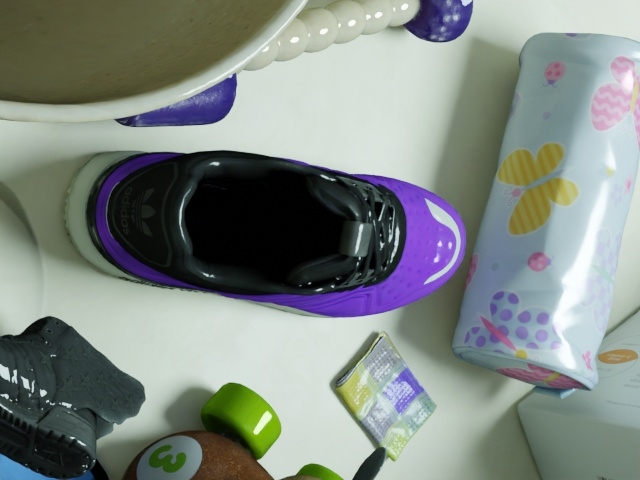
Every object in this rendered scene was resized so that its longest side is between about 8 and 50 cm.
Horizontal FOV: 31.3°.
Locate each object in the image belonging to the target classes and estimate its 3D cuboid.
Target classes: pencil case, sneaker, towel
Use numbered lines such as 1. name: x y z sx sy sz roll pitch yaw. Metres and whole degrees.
1. pencil case: 0.183 -0.023 0.874 0.124 0.113 0.273 32 71 -55
2. sneaker: 0.000 0.001 0.728 0.293 0.146 0.102 4 88 -34
3. sneaker: -0.171 0.074 0.647 0.170 0.051 0.089 41 27 -30
4. towel: 0.049 0.115 0.844 0.060 0.009 0.083 -45 113 -27

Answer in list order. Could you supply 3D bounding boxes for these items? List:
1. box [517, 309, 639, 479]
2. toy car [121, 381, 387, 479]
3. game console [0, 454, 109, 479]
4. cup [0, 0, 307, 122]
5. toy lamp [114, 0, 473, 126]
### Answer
1. box: 0.370 0.132 0.939 0.345 0.215 0.168 -31 107 -30
2. toy car: -0.035 0.167 0.662 0.149 0.188 0.155 45 61 -5
3. game console: -0.180 0.137 0.654 0.071 0.107 0.122 -30 108 -1
4. cup: -0.179 -0.212 0.552 0.331 0.237 0.331 0 90 -35
5. toy lamp: -0.019 -0.134 0.759 0.274 0.080 0.080 -21 101 -34
